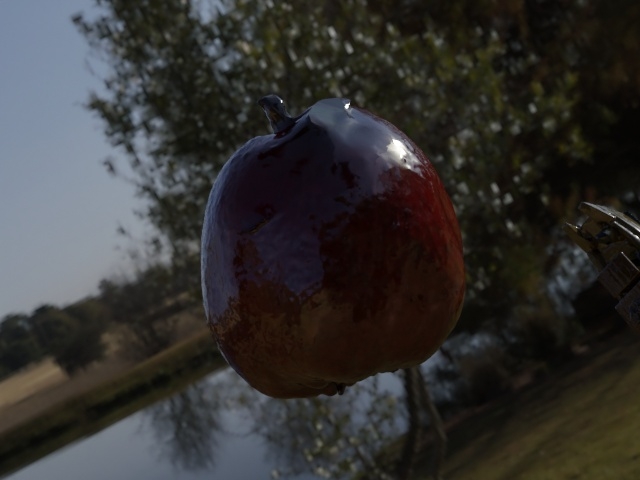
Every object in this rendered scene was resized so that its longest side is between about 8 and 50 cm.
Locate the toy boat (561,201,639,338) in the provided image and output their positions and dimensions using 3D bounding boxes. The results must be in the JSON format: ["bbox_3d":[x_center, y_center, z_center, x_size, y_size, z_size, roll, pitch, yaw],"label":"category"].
[{"bbox_3d":[0.284,0.051,1.047,0.072,0.206,0.064,-13,-34,-47],"label":"toy boat"}]

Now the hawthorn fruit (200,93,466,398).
[{"bbox_3d":[0.000,0.000,0.809,0.185,0.202,0.185,-19,4,1],"label":"hawthorn fruit"}]
